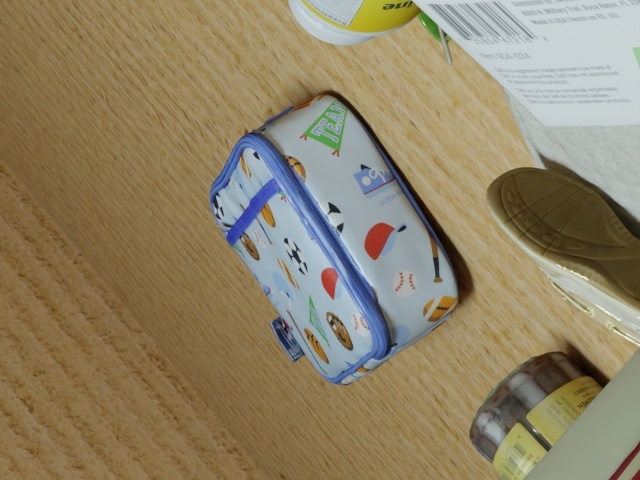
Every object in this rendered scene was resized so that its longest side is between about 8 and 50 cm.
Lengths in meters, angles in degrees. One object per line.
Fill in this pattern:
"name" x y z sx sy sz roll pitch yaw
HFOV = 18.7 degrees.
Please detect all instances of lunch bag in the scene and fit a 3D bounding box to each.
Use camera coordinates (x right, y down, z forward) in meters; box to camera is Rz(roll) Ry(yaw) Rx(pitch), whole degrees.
"lunch bag" 0.000 0.000 1.719 0.243 0.115 0.303 56 164 2

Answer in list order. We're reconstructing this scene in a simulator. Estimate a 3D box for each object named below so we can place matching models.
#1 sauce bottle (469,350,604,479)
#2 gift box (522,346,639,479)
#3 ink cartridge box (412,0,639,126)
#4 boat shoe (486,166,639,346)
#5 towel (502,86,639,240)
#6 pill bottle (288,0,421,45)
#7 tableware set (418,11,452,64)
"sauce bottle" 0.257 0.234 1.453 0.344 0.111 0.111 48 164 25
"gift box" 0.281 0.136 0.909 0.276 0.258 0.255 -16 112 51
"ink cartridge box" 0.095 -0.172 0.837 0.273 0.115 0.198 40 163 -28
"boat shoe" 0.165 0.019 1.166 0.170 0.063 0.059 40 154 35
"towel" 0.222 -0.015 1.137 0.282 0.049 0.187 27 151 58
"pill bottle" 0.032 -0.187 1.198 0.103 0.103 0.184 53 162 5
"tableware set" 0.091 -0.151 1.272 0.154 0.024 0.104 41 160 40
